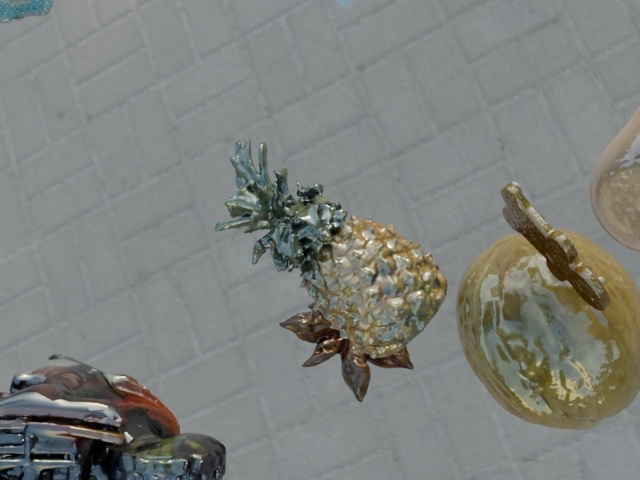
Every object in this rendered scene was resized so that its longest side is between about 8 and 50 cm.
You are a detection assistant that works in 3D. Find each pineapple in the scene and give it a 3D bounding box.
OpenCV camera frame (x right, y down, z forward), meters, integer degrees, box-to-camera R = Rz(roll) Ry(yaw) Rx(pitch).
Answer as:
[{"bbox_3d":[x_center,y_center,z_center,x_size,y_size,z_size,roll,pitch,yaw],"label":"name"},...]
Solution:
[{"bbox_3d":[0.000,0.000,1.242,0.340,0.169,0.169,41,96,-3],"label":"pineapple"}]

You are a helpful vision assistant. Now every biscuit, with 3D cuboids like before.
[{"bbox_3d":[0.319,0.012,1.270,0.031,0.138,0.205,-36,65,-4],"label":"biscuit"}]

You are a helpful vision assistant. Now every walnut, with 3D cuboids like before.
[{"bbox_3d":[0.367,0.142,1.489,0.332,0.333,0.333,-5,76,22],"label":"walnut"}]

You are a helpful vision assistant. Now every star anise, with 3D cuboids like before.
[{"bbox_3d":[0.053,0.152,1.492,0.111,0.212,0.196,-48,63,29],"label":"star anise"}]

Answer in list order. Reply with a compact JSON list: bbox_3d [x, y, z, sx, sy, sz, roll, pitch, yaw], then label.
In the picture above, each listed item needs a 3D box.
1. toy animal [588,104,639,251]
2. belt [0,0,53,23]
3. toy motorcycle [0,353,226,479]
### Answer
[{"bbox_3d":[0.398,-0.100,1.050,0.166,0.154,0.250,43,126,31],"label":"toy animal"},{"bbox_3d":[-0.287,-0.319,0.743,0.072,0.087,0.302,-20,93,-26],"label":"belt"},{"bbox_3d":[-0.281,0.152,0.731,0.400,0.207,0.134,2,94,-14],"label":"toy motorcycle"}]
